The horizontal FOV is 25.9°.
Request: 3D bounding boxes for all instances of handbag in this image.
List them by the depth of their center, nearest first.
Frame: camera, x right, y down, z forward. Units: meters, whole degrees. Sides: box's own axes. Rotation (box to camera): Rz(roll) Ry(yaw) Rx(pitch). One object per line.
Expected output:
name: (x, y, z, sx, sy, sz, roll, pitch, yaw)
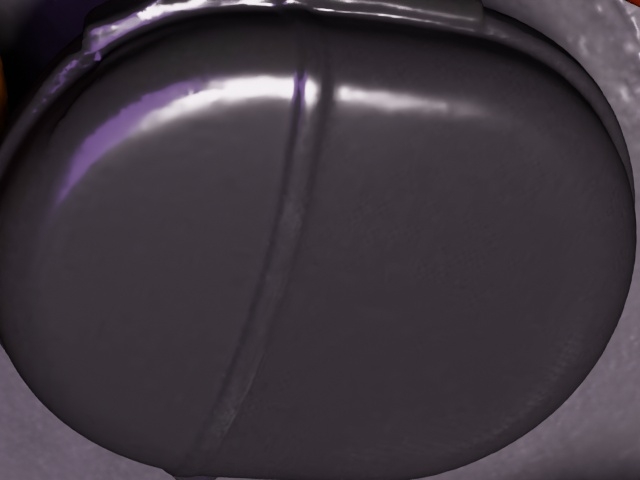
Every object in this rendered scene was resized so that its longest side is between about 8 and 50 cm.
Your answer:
handbag: (0.000, 0.001, 0.637, 0.308, 0.093, 0.253, 6, 121, -16)

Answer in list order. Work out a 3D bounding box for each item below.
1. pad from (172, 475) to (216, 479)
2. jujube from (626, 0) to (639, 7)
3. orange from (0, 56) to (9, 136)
pad: (-0.029, 0.011, 0.741, 0.265, 0.009, 0.159, -39, 103, 19)
jujube: (0.181, -0.183, 0.520, 0.232, 0.213, 0.213, -1, 113, 8)
orange: (-0.265, -0.059, 0.621, 0.246, 0.246, 0.246, 3, 113, 6)
